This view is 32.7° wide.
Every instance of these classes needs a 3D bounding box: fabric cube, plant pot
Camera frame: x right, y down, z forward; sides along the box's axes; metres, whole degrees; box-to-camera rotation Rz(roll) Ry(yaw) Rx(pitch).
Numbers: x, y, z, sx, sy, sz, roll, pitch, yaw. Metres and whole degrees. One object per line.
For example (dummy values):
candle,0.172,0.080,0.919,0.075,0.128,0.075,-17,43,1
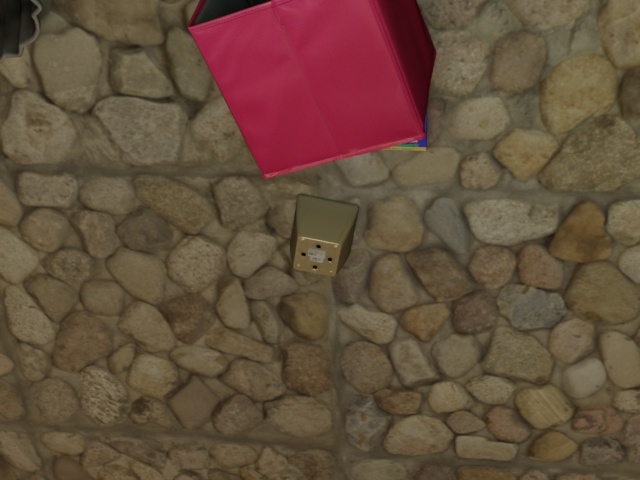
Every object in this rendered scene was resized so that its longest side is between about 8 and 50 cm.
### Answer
fabric cube,0.002,-0.284,1.547,0.259,0.254,0.258,-14,123,19
plant pot,0.000,0.000,1.868,0.109,0.096,0.109,11,129,2

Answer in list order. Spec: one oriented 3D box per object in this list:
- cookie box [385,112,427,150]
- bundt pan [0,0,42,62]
cookie box,0.124,-0.196,1.728,0.092,0.040,0.107,2,128,8
bundt pan,-0.563,-0.401,1.598,0.331,0.124,0.331,3,151,2
